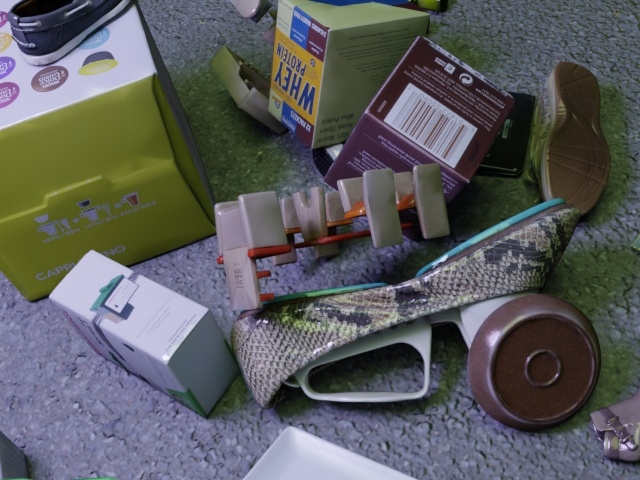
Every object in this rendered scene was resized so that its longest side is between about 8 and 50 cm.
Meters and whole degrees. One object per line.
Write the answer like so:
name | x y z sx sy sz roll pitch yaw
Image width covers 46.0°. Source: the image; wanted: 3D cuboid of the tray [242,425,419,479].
tray | 0.041 0.314 0.865 0.270 0.030 0.145 17 33 24

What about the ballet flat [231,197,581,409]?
ballet flat | 0.124 0.107 0.974 0.482 0.164 0.182 -19 72 5

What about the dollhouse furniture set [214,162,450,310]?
dollhouse furniture set | 0.000 0.000 0.975 0.259 0.262 0.135 -9 89 -33

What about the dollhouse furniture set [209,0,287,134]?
dollhouse furniture set | -0.056 -0.335 1.301 0.242 0.212 0.161 -46 49 15

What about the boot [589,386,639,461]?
boot | 0.366 0.205 0.897 0.087 0.042 0.118 -11 44 14

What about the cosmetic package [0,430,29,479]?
cosmetic package | -0.417 0.361 0.908 0.127 0.107 0.238 -24 48 -10

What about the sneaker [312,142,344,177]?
sneaker | 0.052 -0.123 1.219 0.075 0.057 0.161 -23 48 -27

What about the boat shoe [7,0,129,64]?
boat shoe | -0.323 -0.334 1.013 0.084 0.079 0.233 21 57 26

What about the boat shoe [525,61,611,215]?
boat shoe | 0.372 -0.143 1.147 0.104 0.089 0.285 20 58 -6

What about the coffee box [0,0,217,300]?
coffee box | -0.384 -0.169 1.161 0.337 0.338 0.334 -21 52 -5

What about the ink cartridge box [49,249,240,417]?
ink cartridge box | -0.234 0.124 1.015 0.219 0.160 0.092 22 60 27

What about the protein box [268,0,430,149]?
protein box | 0.040 -0.283 1.210 0.200 0.201 0.136 -19 46 -31

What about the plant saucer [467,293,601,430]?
plant saucer | 0.260 0.149 0.897 0.168 0.029 0.168 -1 95 -6

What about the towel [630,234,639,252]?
towel | 0.481 0.009 1.041 0.083 0.009 0.060 34 67 32

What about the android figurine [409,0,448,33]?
android figurine | 0.103 -0.472 1.473 0.273 0.056 0.248 24 61 25

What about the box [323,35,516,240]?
box | 0.136 -0.141 1.077 0.168 0.203 0.167 34 63 -1

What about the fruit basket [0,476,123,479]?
fruit basket | -0.191 0.377 0.736 0.392 0.392 0.283 -7 51 7

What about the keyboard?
keyboard | 0.284 -0.178 1.225 0.108 0.023 0.180 11 55 13
